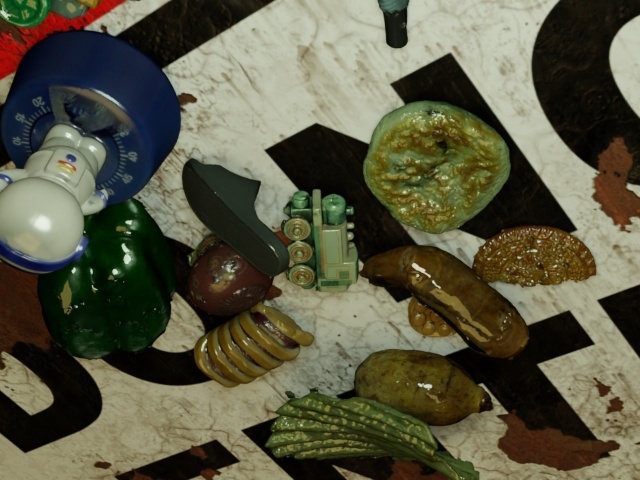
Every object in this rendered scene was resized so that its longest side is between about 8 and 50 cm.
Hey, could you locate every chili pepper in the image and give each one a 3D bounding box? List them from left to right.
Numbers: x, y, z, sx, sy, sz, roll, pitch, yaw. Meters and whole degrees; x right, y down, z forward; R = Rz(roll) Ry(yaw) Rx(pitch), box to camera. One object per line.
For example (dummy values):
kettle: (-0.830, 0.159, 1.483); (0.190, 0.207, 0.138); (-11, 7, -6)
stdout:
chili pepper: (-0.360, 0.049, 1.812); (0.233, 0.249, 0.257); (-10, 145, -8)

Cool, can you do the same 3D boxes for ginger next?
ginger: (0.226, 0.097, 1.814); (0.309, 0.107, 0.133); (36, 163, -7)

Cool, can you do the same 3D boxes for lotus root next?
lotus root: (0.187, 0.271, 1.973); (0.260, 0.128, 0.145); (11, 149, 12)

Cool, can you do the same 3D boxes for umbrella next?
umbrella: (0.094, -0.372, 1.471); (0.052, 0.053, 0.250); (-1, 130, 11)

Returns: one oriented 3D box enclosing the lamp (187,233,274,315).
lamp: (-0.159, 0.052, 1.857); (0.157, 0.135, 0.156); (-25, 158, 0)

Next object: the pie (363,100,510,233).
pie: (0.180, -0.113, 1.684); (0.240, 0.054, 0.241); (6, 130, 7)

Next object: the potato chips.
potato chips: (0.089, 0.377, 2.011); (0.389, 0.097, 0.373); (-1, 153, 34)

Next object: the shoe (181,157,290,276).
shoe: (-0.124, -0.048, 1.779); (0.241, 0.093, 0.108); (44, 148, 15)

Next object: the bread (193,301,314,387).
bread: (-0.128, 0.197, 2.005); (0.225, 0.081, 0.134); (-32, 117, 34)

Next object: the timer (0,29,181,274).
timer: (-0.379, -0.102, 1.589); (0.270, 0.384, 0.270); (6, 132, 7)

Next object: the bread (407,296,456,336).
bread: (0.205, 0.131, 1.914); (0.110, 0.024, 0.110); (5, 132, 6)

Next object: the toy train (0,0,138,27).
toy train: (-0.424, -0.447, 1.441); (0.429, 0.178, 0.249); (23, 122, -9)

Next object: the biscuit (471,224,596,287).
biscuit: (0.347, 0.027, 1.791); (0.206, 0.025, 0.126); (-5, 130, 16)

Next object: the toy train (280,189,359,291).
toy train: (0.000, 0.000, 1.811); (0.125, 0.081, 0.194); (-3, 129, 1)
